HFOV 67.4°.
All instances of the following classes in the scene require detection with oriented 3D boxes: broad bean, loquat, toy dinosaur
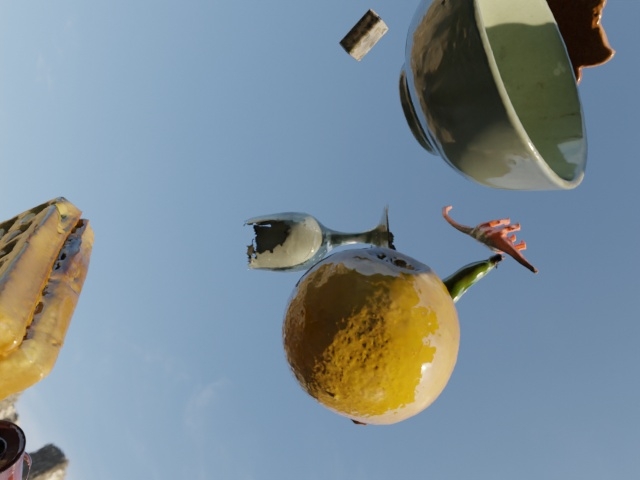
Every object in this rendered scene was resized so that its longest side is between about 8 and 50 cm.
[{"bbox_3d":[0.222,0.117,0.907,0.297,0.043,0.060,-44,-117,-1],"label":"broad bean"},{"bbox_3d":[0.077,0.148,0.731,0.275,0.275,0.274,8,-78,38],"label":"loquat"},{"bbox_3d":[0.339,-0.016,0.959,0.279,0.102,0.055,-121,-157,-64],"label":"toy dinosaur"}]

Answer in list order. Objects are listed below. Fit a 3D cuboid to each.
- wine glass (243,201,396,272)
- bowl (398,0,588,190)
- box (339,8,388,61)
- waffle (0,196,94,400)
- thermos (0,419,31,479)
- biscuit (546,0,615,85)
[{"bbox_3d":[0.000,0.000,1.019,0.321,0.143,0.143,-6,-85,3],"label":"wine glass"},{"bbox_3d":[0.187,-0.180,0.566,0.146,0.289,0.289,-17,-93,43],"label":"bowl"},{"bbox_3d":[0.092,-0.436,1.021,0.098,0.062,0.045,-45,-105,22],"label":"box"},{"bbox_3d":[-0.394,0.071,0.554,0.327,0.224,0.098,-122,-172,-62],"label":"waffle"},{"bbox_3d":[-0.516,0.391,0.742,0.124,0.099,0.232,-109,-143,-54],"label":"thermos"},{"bbox_3d":[0.355,-0.303,0.770,0.183,0.043,0.280,42,-44,16],"label":"biscuit"}]
